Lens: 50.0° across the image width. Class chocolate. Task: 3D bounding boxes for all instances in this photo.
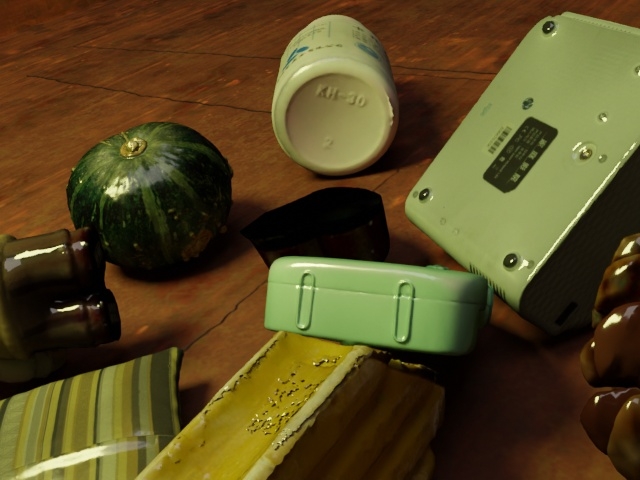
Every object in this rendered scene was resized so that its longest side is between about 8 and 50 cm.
[{"bbox_3d":[0.000,0.000,0.723,0.148,0.080,0.125,-15,19,7],"label":"chocolate"}]

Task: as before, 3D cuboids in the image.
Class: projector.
[{"bbox_3d":[0.215,-0.067,0.617,0.250,0.108,0.198,-52,34,9],"label":"projector"}]

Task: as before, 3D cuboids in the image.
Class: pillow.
[{"bbox_3d":[-0.200,0.178,0.511,0.212,0.052,0.208,-17,33,-4],"label":"pillow"}]

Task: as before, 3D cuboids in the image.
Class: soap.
[{"bbox_3d":[-0.012,0.149,0.399,0.080,0.160,0.257,10,35,33],"label":"soap"}]

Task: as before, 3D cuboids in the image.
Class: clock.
[{"bbox_3d":[0.063,0.054,0.564,0.159,0.066,0.211,5,-5,25],"label":"clock"}]

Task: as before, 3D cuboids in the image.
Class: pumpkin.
[{"bbox_3d":[-0.195,-0.052,0.798,0.190,0.146,0.190,-13,51,17],"label":"pumpkin"}]

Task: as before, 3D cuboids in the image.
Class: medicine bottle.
[{"bbox_3d":[0.022,-0.225,0.995,0.170,0.170,0.293,-8,30,5],"label":"medicine bottle"}]

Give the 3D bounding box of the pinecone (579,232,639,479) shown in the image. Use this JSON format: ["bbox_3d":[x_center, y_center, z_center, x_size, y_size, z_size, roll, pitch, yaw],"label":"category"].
[{"bbox_3d":[0.266,0.074,0.371,0.264,0.264,0.264,-8,31,5],"label":"pinecone"}]

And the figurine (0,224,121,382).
[{"bbox_3d":[-0.382,0.061,0.622,0.364,0.218,0.206,-15,29,-20],"label":"figurine"}]
